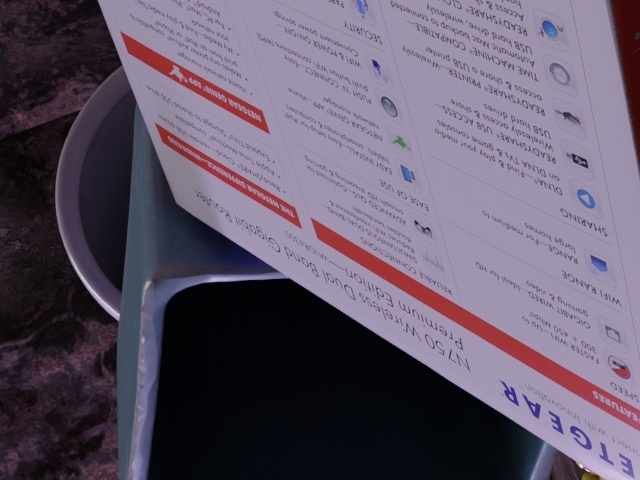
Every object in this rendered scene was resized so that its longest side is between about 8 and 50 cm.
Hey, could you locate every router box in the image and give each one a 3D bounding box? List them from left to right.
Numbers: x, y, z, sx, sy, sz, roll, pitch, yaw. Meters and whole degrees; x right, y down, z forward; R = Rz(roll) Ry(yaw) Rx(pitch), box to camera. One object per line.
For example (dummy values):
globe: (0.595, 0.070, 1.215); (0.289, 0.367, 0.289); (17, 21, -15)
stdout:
router box: (0.024, -0.088, 0.644); (0.335, 0.082, 0.301); (32, 150, 43)

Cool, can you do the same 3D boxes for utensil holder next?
utensil holder: (-0.069, 0.011, 1.806); (0.385, 0.327, 0.328); (74, 174, -69)

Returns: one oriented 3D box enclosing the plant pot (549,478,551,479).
plant pot: (0.023, 0.271, 1.641); (0.366, 0.353, 0.366); (160, 90, -87)

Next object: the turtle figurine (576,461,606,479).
turtle figurine: (0.171, 0.169, 0.847); (0.269, 0.087, 0.217); (-88, -6, -49)

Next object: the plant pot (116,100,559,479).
plant pot: (0.000, 0.000, 1.003); (0.247, 0.247, 0.252); (101, 161, -46)
